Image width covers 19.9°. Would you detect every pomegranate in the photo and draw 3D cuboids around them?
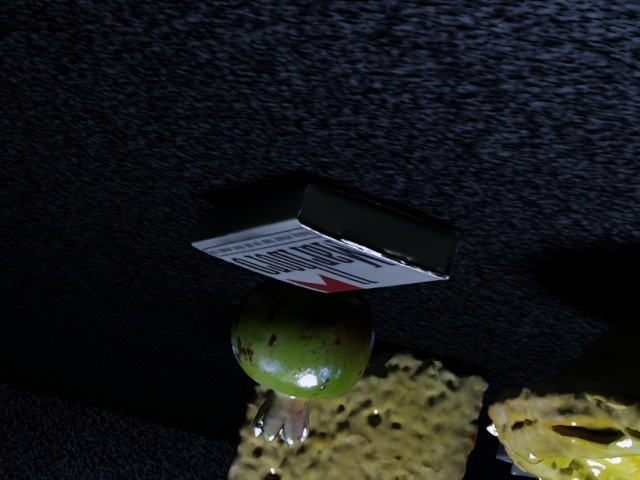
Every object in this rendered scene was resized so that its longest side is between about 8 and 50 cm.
[{"bbox_3d":[-0.016,0.094,1.431,0.114,0.142,0.114,11,-167,-3],"label":"pomegranate"}]

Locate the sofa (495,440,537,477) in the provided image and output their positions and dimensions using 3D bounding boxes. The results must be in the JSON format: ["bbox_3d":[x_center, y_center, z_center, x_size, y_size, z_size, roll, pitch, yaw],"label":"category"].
[{"bbox_3d":[0.275,0.242,1.995,0.147,0.060,0.085,19,167,-22],"label":"sofa"}]

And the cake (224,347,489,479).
[{"bbox_3d":[0.022,0.223,1.801,0.222,0.227,0.286,19,167,0],"label":"cake"}]

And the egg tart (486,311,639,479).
[{"bbox_3d":[0.284,0.122,1.203,0.345,0.132,0.345,13,169,3],"label":"egg tart"}]

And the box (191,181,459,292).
[{"bbox_3d":[0.000,0.000,1.209,0.115,0.036,0.177,19,168,-23],"label":"box"}]
